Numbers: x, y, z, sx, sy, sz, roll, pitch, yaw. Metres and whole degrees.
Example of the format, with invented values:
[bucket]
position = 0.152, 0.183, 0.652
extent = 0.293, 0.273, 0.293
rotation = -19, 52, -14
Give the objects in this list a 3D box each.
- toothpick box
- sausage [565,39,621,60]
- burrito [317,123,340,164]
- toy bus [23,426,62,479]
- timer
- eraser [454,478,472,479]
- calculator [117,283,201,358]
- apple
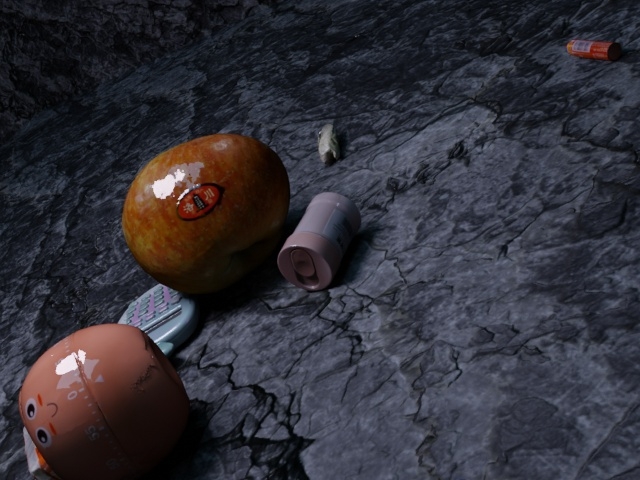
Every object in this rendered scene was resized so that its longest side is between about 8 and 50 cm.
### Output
[toothpick box]
position = 0.000, 0.000, 1.529
extent = 0.098, 0.098, 0.149
rotation = -13, 32, 34
[sausage]
position = 0.489, -0.346, 1.656
extent = 0.034, 0.034, 0.129
rotation = -39, 26, -11
[burrito]
position = 0.017, -0.205, 1.928
extent = 0.055, 0.041, 0.149
rotation = -39, 23, 19
[toy bus]
position = -0.429, 0.332, 1.467
extent = 0.077, 0.079, 0.174
rotation = -44, 28, -3
[timer]
position = -0.312, 0.240, 1.318
extent = 0.215, 0.229, 0.229
rotation = -34, 26, -5
[eraser]
position = 0.113, 0.326, 0.912
extent = 0.225, 0.036, 0.082
rotation = -45, 29, -24
[calculator]
position = -0.300, 0.156, 1.661
extent = 0.186, 0.041, 0.299
rotation = -32, 24, 3
[apple]
position = -0.194, -0.038, 1.636
extent = 0.309, 0.277, 0.250
rotation = -28, 58, 18
